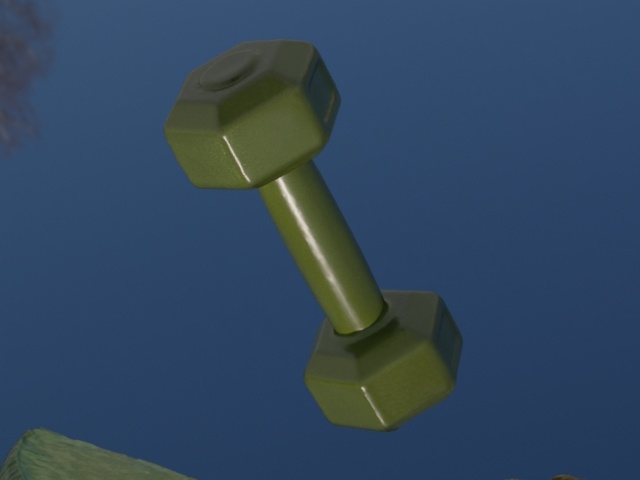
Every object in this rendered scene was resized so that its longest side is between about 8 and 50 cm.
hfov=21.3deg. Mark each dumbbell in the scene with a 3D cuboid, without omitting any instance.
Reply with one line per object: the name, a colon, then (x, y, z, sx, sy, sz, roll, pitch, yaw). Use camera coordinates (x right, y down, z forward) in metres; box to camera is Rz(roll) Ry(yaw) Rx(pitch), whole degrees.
dumbbell: (0.000, 0.000, 1.217, 0.108, 0.302, 0.121, -16, -149, 21)

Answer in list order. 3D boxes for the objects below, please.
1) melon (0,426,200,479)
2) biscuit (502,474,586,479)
melon: (-0.147, 0.339, 1.207, 0.226, 0.344, 0.331, 5, -169, -37)
biscuit: (0.201, 0.269, 1.106, 0.187, 0.274, 0.036, -22, 170, -15)
